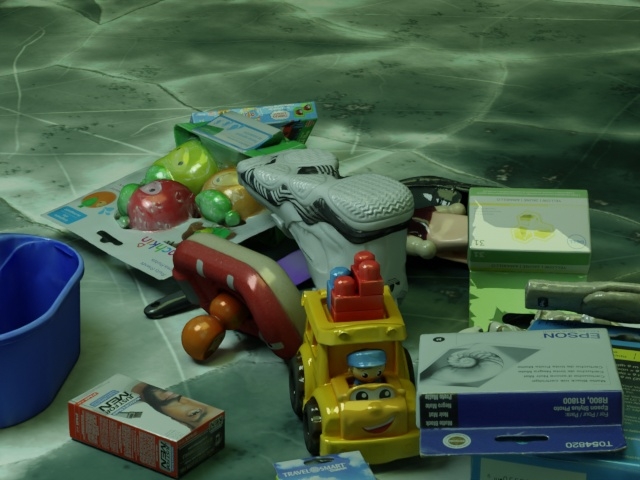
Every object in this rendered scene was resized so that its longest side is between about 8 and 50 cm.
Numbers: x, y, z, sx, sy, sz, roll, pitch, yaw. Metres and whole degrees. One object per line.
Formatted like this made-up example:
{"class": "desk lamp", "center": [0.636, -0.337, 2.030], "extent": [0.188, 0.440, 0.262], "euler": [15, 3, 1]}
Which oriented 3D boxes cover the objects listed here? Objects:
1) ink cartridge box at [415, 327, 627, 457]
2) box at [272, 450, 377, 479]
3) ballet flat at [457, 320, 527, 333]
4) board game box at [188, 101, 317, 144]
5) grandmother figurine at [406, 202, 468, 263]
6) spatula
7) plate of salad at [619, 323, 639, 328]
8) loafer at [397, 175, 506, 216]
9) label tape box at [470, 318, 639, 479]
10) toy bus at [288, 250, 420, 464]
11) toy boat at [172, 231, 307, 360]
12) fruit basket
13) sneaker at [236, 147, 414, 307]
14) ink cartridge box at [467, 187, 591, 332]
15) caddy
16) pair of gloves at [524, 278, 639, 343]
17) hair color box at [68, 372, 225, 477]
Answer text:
{"class": "ink cartridge box", "center": [0.215, 0.161, 1.735], "extent": [0.223, 0.045, 0.224], "euler": [-2, 22, 4]}
{"class": "box", "center": [0.020, 0.292, 1.703], "extent": [0.109, 0.042, 0.178], "euler": [-6, 24, -15]}
{"class": "ballet flat", "center": [0.219, 0.133, 2.067], "extent": [0.168, 0.052, 0.057], "euler": [-17, 29, -35]}
{"class": "board game box", "center": [-0.125, -0.180, 2.702], "extent": [0.211, 0.039, 0.160], "euler": [-6, -19, -15]}
{"class": "grandmother figurine", "center": [0.164, -0.008, 2.355], "extent": [0.342, 0.104, 0.208], "euler": [4, 7, 16]}
{"class": "spatula", "center": [-0.120, 0.062, 2.262], "extent": [0.296, 0.030, 0.084], "euler": [-14, 26, -30]}
{"class": "plate of salad", "center": [0.492, 0.106, 2.142], "extent": [0.199, 0.048, 0.200], "euler": [-7, 15, 2]}
{"class": "loafer", "center": [0.205, -0.057, 2.485], "extent": [0.223, 0.076, 0.078], "euler": [4, 15, -1]}
{"class": "label tape box", "center": [0.327, 0.213, 1.809], "extent": [0.249, 0.115, 0.348], "euler": [6, 22, 17]}
{"class": "toy bus", "center": [0.048, 0.131, 1.875], "extent": [0.149, 0.212, 0.220], "euler": [-2, 25, -9]}
{"class": "toy boat", "center": [-0.122, 0.096, 2.085], "extent": [0.231, 0.151, 0.151], "euler": [21, 61, 41]}
{"class": "fruit basket", "center": [-0.197, -0.070, 2.409], "extent": [0.353, 0.166, 0.327], "euler": [-21, 31, -35]}
{"class": "sneaker", "center": [0.000, 0.000, 2.191], "extent": [0.137, 0.210, 0.366], "euler": [-14, 21, -30]}
{"class": "ink cartridge box", "center": [0.288, 0.029, 2.191], "extent": [0.171, 0.056, 0.235], "euler": [2, 47, 4]}
{"class": "caddy", "center": [-0.432, 0.091, 2.004], "extent": [0.241, 0.179, 0.341], "euler": [4, 23, 6]}
{"class": "pair of gloves", "center": [0.362, 0.097, 1.994], "extent": [0.204, 0.042, 0.240], "euler": [6, -21, 15]}
{"class": "hair color box", "center": [-0.205, 0.216, 1.870], "extent": [0.167, 0.053, 0.093], "euler": [16, 27, 30]}
